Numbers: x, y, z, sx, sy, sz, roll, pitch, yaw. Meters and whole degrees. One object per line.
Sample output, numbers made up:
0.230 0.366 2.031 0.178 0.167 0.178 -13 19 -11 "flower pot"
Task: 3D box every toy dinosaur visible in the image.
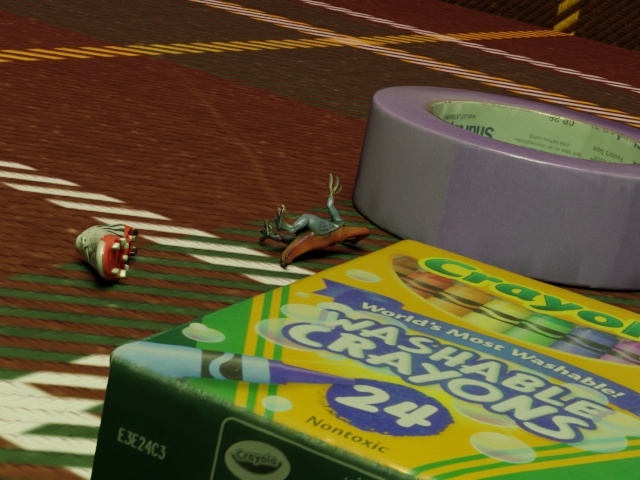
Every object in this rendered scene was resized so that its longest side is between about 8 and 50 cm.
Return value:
0.000 0.000 1.010 0.082 0.047 0.090 14 46 -25 "toy dinosaur"

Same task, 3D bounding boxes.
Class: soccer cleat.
-0.132 0.006 0.880 0.036 0.029 0.083 3 12 1 "soccer cleat"

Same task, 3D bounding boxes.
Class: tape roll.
0.168 -0.048 1.167 0.275 0.090 0.275 10 16 -3 "tape roll"

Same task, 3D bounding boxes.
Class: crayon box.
0.073 0.081 0.657 0.203 0.083 0.323 19 17 24 "crayon box"
